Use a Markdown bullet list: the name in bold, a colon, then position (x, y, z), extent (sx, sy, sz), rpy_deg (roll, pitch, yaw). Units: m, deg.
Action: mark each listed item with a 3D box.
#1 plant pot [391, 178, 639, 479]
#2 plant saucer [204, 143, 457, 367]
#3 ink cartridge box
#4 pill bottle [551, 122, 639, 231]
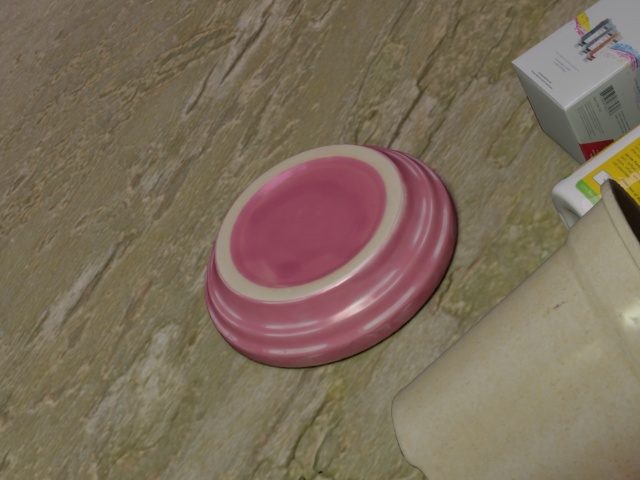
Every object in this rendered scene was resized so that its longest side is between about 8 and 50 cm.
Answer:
- **plant pot**: position (0.250, 0.160, 1.726), extent (0.305, 0.334, 0.334), rpy_deg (-35, 40, 14)
- **plant saucer**: position (0.000, 0.000, 2.172), extent (0.332, 0.084, 0.332), rpy_deg (-16, 44, 17)
- **ink cartridge box**: position (0.346, -0.191, 2.109), extent (0.176, 0.128, 0.127), rpy_deg (-34, 41, -3)
- **pill bottle**: position (0.390, -0.073, 1.963), extent (0.246, 0.136, 0.136), rpy_deg (-36, 42, -4)
